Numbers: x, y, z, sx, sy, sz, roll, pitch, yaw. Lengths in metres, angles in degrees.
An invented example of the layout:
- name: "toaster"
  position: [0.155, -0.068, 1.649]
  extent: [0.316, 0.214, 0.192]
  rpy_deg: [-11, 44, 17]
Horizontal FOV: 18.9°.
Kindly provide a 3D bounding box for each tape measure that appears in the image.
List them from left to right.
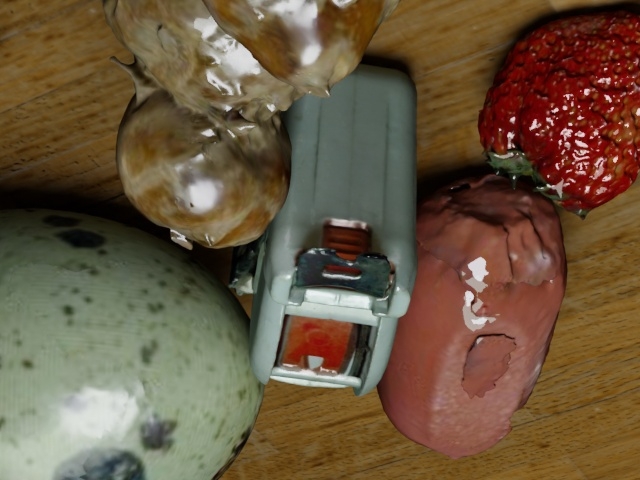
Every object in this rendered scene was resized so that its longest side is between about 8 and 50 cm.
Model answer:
- name: "tape measure"
  position: [0.000, -0.001, 1.457]
  extent: [0.125, 0.243, 0.246]
  rpy_deg: [10, 138, -5]

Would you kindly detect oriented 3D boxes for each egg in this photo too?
- name: "egg"
  position: [-0.232, 0.117, 1.581]
  extent: [0.379, 0.287, 0.287]
  rpy_deg: [3, 141, 24]

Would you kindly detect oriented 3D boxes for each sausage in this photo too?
- name: "sausage"
  position: [0.121, 0.062, 1.586]
  extent: [0.152, 0.152, 0.279]
  rpy_deg: [7, 138, -1]

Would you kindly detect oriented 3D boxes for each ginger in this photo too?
- name: "ginger"
  position: [-0.037, -0.171, 1.239]
  extent: [0.176, 0.256, 0.375]
  rpy_deg: [4, 152, -22]

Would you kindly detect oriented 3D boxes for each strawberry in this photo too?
- name: "strawberry"
  position: [0.190, -0.100, 1.436]
  extent: [0.131, 0.148, 0.131]
  rpy_deg: [25, 177, 1]
